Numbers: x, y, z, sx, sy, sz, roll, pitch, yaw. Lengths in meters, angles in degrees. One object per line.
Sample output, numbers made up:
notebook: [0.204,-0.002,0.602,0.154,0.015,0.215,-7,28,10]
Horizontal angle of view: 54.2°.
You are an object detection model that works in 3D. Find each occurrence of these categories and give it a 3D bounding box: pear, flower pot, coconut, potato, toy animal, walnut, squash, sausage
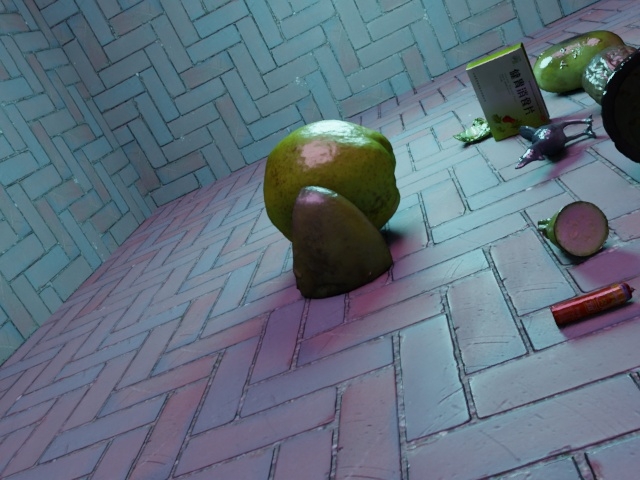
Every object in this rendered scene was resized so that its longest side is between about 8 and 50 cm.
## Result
pear: [0.042,-0.151,1.709,0.391,0.390,0.391,-25,18,8]
flower pot: [0.750,-0.302,1.311,0.267,0.266,0.267,-13,12,38]
coconut: [0.533,-0.375,2.124,0.158,0.055,0.133,-17,19,26]
potato: [0.859,-0.593,2.078,0.308,0.173,0.210,-11,25,34]
potato: [0.000,0.000,1.512,0.270,0.255,0.112,-18,18,26]
toy animal: [0.630,-0.281,1.683,0.206,0.081,0.367,-17,16,25]
walnut: [0.835,-0.454,1.749,0.178,0.178,0.230,-21,30,18]
squash: [0.468,-0.017,1.194,0.105,0.105,0.132,-29,-1,-6]
sausage: [0.429,0.098,0.982,0.130,0.034,0.034,-22,18,16]

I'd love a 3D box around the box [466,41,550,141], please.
box: [0.584,-0.456,1.942,0.175,0.260,0.062,-17,23,30]
